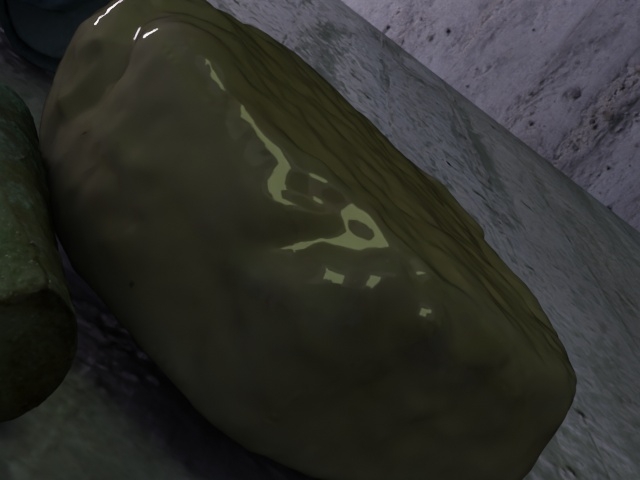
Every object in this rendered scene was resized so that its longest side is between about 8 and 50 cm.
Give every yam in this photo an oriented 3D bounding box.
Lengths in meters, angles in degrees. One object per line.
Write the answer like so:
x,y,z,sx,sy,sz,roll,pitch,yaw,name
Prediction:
-0.139,-0.007,0.384,0.068,0.068,0.169,27,19,-35,yam

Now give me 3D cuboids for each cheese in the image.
0.000,0.000,0.534,0.318,0.115,0.326,46,13,7,cheese

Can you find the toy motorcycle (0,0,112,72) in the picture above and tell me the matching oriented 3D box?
-0.149,-0.274,0.625,0.241,0.319,0.182,41,18,-18,toy motorcycle
